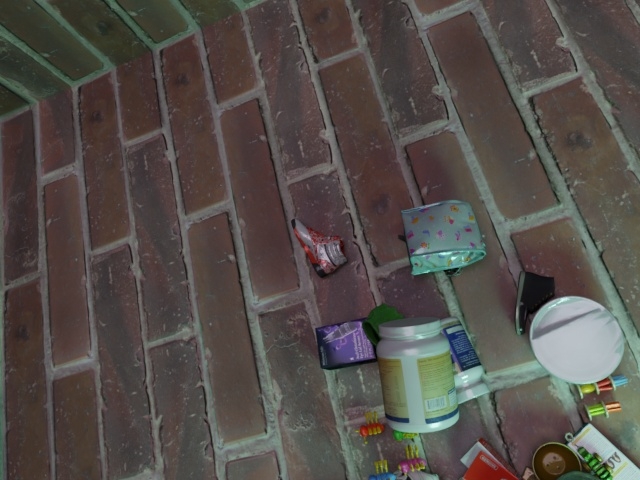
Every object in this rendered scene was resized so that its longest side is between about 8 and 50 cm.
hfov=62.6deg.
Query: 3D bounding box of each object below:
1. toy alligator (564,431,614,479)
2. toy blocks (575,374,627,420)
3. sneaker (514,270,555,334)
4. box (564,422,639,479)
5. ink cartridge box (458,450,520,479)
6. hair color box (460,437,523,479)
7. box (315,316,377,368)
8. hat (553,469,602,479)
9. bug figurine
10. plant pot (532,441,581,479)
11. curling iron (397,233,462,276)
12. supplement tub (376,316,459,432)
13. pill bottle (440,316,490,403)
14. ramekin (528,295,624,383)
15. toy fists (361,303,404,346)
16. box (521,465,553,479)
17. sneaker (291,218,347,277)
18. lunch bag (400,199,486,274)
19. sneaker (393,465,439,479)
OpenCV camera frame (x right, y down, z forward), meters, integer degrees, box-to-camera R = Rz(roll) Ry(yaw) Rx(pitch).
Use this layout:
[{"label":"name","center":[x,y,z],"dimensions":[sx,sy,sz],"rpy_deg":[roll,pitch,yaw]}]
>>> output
[{"label":"toy alligator","center":[0.798,0.649,1.549],"dimensions":[0.056,0.051,0.189],"rpy_deg":[-41,65,3]},{"label":"toy blocks","center":[0.890,0.484,1.638],"dimensions":[0.148,0.054,0.123],"rpy_deg":[-18,68,12]},{"label":"sneaker","center":[0.719,0.214,1.764],"dimensions":[0.118,0.083,0.221],"rpy_deg":[7,74,20]},{"label":"box","center":[0.871,0.676,1.579],"dimensions":[0.100,0.060,0.244],"rpy_deg":[-45,65,2]},{"label":"ink cartridge box","center":[0.538,0.826,1.600],"dimensions":[0.275,0.060,0.238],"rpy_deg":[33,108,24]},{"label":"hair color box","center":[0.541,0.724,1.665],"dimensions":[0.167,0.053,0.093],"rpy_deg":[44,108,25]},{"label":"box","center":[0.099,0.376,1.903],"dimensions":[0.207,0.108,0.153],"rpy_deg":[-15,70,13]},{"label":"hat","center":[0.711,0.820,1.459],"dimensions":[0.332,0.134,0.331],"rpy_deg":[-2,99,-11]},{"label":"bug figurine","center":[0.231,0.693,1.734],"dimensions":[0.217,0.072,0.279],"rpy_deg":[-9,33,1]},{"label":"plant pot","center":[0.716,0.686,1.608],"dimensions":[0.134,0.095,0.134],"rpy_deg":[-5,71,16]},{"label":"curling iron","center":[0.400,0.048,1.947],"dimensions":[0.274,0.035,0.068],"rpy_deg":[35,86,24]},{"label":"supplement tub","center":[0.297,0.408,1.636],"dimensions":[0.229,0.228,0.315],"rpy_deg":[-8,88,16]},{"label":"pill bottle","center":[0.446,0.402,1.756],"dimensions":[0.153,0.153,0.264],"rpy_deg":[-26,67,9]},{"label":"ramekin","center":[0.806,0.319,1.678],"dimensions":[0.273,0.127,0.272],"rpy_deg":[-5,72,17]},{"label":"toy fists","center":[0.258,0.355,1.825],"dimensions":[0.142,0.096,0.279],"rpy_deg":[-28,85,-33]},{"label":"box","center":[0.697,0.820,1.612],"dimensions":[0.201,0.021,0.164],"rpy_deg":[24,82,23]},{"label":"sneaker","center":[0.001,0.001,2.067],"dimensions":[0.145,0.090,0.270],"rpy_deg":[-31,70,6]},{"label":"lunch bag","center":[0.433,-0.015,1.867],"dimensions":[0.263,0.160,0.223],"rpy_deg":[-11,56,7]},{"label":"sneaker","center":[0.347,0.802,1.641],"dimensions":[0.118,0.110,0.292],"rpy_deg":[-35,33,-10]}]
